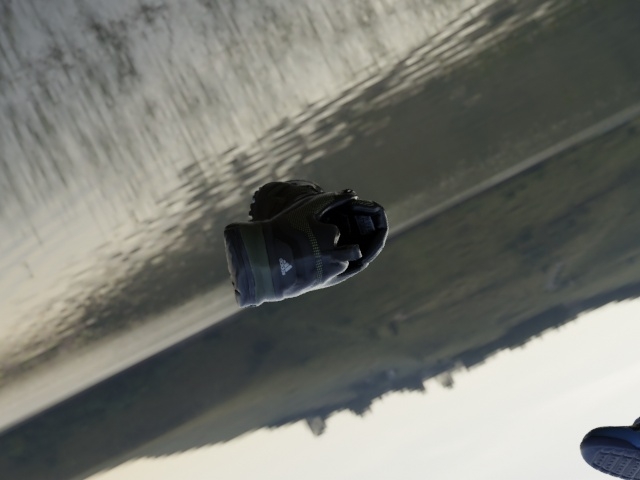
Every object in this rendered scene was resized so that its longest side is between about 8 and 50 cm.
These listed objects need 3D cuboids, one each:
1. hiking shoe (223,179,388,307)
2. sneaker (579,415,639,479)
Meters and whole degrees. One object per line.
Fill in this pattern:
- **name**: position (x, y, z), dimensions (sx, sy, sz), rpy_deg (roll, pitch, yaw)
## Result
- **hiking shoe**: position (0.000, 0.000, 0.922), dimensions (0.114, 0.086, 0.227), rpy_deg (-5, -166, 10)
- **sneaker**: position (0.249, 0.134, 0.819), dimensions (0.144, 0.059, 0.053), rpy_deg (1, 152, -9)
